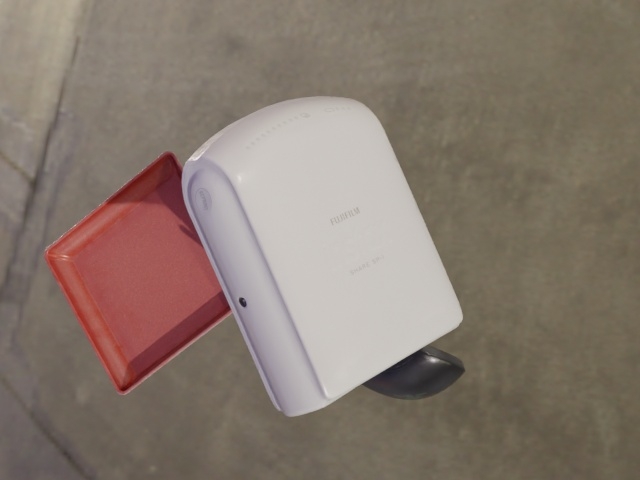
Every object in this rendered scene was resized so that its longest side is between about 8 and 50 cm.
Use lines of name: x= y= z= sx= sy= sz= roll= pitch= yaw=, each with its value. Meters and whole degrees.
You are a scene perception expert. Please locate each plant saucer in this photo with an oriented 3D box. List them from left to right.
plant saucer: x=-0.240 y=0.048 z=1.989 sx=0.259 sy=0.048 sz=0.258 roll=-38 pitch=70 yaw=15

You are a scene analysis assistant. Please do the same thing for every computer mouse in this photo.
computer mouse: x=0.052 y=0.143 z=1.709 sx=0.272 sy=0.188 sz=0.072 roll=15 pitch=81 yaw=38

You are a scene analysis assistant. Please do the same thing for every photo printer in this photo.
photo printer: x=0.000 y=0.000 z=1.488 sx=0.107 sy=0.256 sz=0.307 roll=-21 pitch=92 yaw=48
